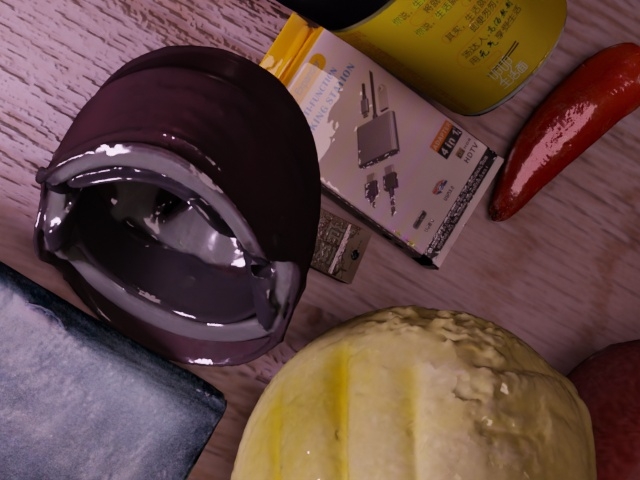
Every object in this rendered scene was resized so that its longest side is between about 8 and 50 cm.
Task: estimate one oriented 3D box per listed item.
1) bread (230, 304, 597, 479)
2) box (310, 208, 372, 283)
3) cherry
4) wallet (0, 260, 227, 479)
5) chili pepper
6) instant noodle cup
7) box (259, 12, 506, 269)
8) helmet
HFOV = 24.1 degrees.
[{"bbox_3d":[0.074,0.216,1.258,0.237,0.320,0.321,22,84,-33],"label":"bread"},{"bbox_3d":[0.000,0.000,1.371,0.083,0.024,0.053,25,83,-17],"label":"box"},{"bbox_3d":[0.298,0.228,1.382,0.307,0.221,0.261,-20,99,-15],"label":"cherry"},{"bbox_3d":[-0.272,0.120,1.255,0.379,0.046,0.191,34,87,-19],"label":"wallet"},{"bbox_3d":[0.252,-0.123,1.444,0.272,0.063,0.071,-44,92,-11],"label":"chili pepper"},{"bbox_3d":[0.089,-0.235,1.314,0.236,0.215,0.216,36,79,-25],"label":"instant noodle cup"},{"bbox_3d":[0.044,-0.090,1.380,0.247,0.033,0.129,34,80,-18],"label":"box"},{"bbox_3d":[-0.105,-0.038,1.231,0.225,0.305,0.177,19,62,3],"label":"helmet"}]
